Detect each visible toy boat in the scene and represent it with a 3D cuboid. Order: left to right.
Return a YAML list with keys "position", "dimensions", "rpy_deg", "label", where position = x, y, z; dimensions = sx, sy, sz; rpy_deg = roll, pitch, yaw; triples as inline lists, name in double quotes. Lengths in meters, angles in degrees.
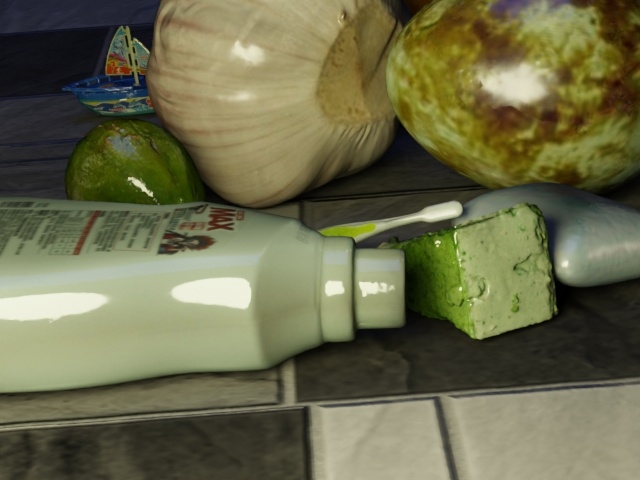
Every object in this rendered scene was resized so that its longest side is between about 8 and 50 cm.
- position: [-0.230, -0.209, 2.222]
  dimensions: [0.175, 0.110, 0.091]
  rpy_deg: [-11, 20, -13]
  label: "toy boat"

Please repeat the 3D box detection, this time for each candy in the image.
- position: [0.215, -0.008, 1.603]
  dimensions: [0.138, 0.071, 0.174]
  rpy_deg: [-8, 18, -30]
  label: "candy"

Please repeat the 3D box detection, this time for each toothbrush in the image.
- position: [0.000, 0.000, 1.626]
  dimensions: [0.263, 0.022, 0.026]
  rpy_deg: [-13, -8, 11]
  label: "toothbrush"

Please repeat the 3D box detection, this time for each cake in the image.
- position: [0.104, 0.036, 1.569]
  dimensions: [0.100, 0.099, 0.235]
  rpy_deg: [-15, 1, -28]
  label: "cake"

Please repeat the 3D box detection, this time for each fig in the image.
- position: [-0.164, -0.035, 1.715]
  dimensions: [0.123, 0.123, 0.156]
  rpy_deg: [-14, 48, -26]
  label: "fig"

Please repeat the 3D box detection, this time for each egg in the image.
- position: [0.208, -0.158, 1.772]
  dimensions: [0.289, 0.238, 0.238]
  rpy_deg: [9, 19, -1]
  label: "egg"

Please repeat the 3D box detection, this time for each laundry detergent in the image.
- position: [-0.128, 0.033, 1.487]
  dimensions: [0.398, 0.124, 0.264]
  rpy_deg: [-1, 18, 5]
  label: "laundry detergent"

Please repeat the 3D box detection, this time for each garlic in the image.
- position: [-0.042, -0.200, 1.860]
  dimensions: [0.259, 0.317, 0.317]
  rpy_deg: [7, 22, 37]
  label: "garlic"

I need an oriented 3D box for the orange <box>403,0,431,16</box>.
- position: [0.031, -0.273, 2.128]
  dimensions: [0.261, 0.261, 0.261]
  rpy_deg: [-4, 19, 1]
  label: "orange"
